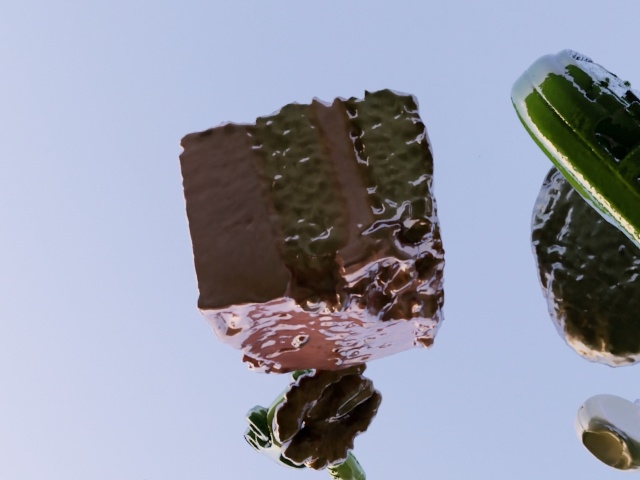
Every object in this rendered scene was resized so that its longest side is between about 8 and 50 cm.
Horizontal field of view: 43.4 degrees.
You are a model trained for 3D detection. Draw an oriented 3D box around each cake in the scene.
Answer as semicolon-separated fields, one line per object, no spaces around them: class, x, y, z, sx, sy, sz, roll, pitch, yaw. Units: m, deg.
cake;0.000;0.000;1.037;0.307;0.314;0.293;-11;-120;2

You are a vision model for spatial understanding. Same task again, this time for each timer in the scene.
timer;0.157;-0.035;0.389;0.047;0.128;0.140;-47;-105;26

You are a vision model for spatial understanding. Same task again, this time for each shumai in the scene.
shumai;0.446;0.051;1.082;0.292;0.288;0.329;7;-116;30

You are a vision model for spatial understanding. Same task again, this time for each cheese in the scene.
cheese;0.484;0.290;1.268;0.137;0.227;0.064;39;-62;27

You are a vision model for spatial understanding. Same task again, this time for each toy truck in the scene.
toy truck;-0.019;0.317;1.334;0.211;0.187;0.148;34;-117;31

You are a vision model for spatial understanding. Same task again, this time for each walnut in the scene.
walnut;0.005;0.241;1.138;0.170;0.069;0.142;-33;-69;-24
